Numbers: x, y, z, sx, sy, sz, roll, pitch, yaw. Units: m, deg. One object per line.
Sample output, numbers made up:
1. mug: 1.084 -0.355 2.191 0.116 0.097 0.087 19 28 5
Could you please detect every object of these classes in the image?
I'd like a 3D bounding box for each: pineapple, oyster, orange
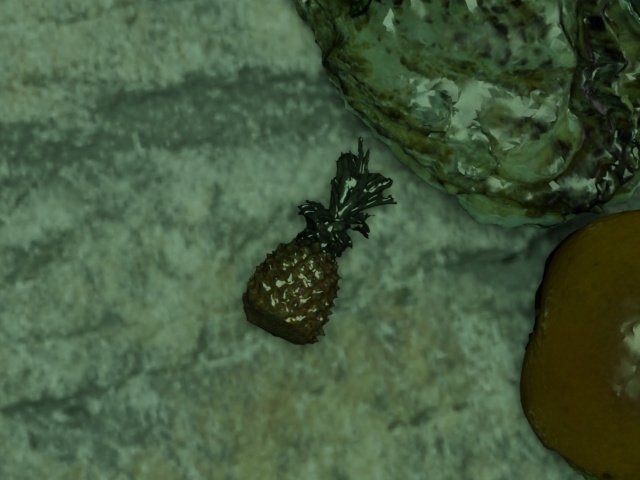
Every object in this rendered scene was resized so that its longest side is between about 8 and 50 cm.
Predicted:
1. pineapple: 0.000 0.000 1.051 0.058 0.058 0.124 28 71 1
2. oyster: 0.100 -0.128 1.045 0.198 0.112 0.268 -37 94 15
3. orange: 0.190 0.063 1.020 0.160 0.112 0.170 -37 74 -5
